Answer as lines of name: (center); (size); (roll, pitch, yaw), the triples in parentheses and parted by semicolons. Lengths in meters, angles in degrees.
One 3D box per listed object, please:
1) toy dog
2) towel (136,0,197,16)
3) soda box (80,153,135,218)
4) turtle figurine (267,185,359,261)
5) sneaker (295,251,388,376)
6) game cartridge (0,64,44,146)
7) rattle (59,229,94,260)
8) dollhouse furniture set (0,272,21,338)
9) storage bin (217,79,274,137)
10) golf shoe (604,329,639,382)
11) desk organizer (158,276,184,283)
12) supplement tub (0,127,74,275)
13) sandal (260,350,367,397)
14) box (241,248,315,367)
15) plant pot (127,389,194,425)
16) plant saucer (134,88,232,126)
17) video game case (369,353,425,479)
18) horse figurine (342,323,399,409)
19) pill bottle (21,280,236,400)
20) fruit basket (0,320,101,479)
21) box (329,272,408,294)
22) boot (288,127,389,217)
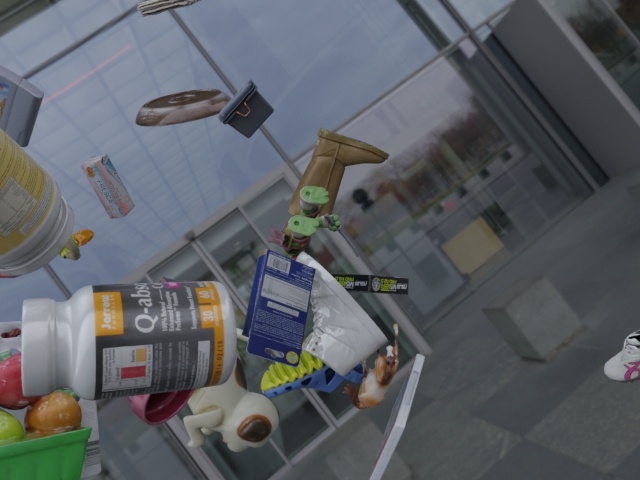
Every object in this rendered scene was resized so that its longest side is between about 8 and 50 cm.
toy dog: (-0.321, 0.547, 2.017); (0.395, 0.408, 0.284); (-42, -8, -6)
towel: (-0.453, -0.770, 1.842); (0.187, 0.049, 0.282); (-7, 29, 15)
soda box: (-0.616, -0.156, 1.678); (0.058, 0.183, 0.063); (-7, 32, 21)
turtle figurine: (0.000, 0.000, 1.475); (0.198, 0.274, 0.266); (-35, -20, -19)
sneaker: (0.002, 0.180, 1.348); (0.169, 0.292, 0.108); (-41, -3, -4)
game cartridge: (-0.903, -0.384, 1.519); (0.198, 0.297, 0.062); (-53, 27, 34)
rattle: (-0.802, -0.043, 1.827); (0.143, 0.130, 0.199); (-38, -44, -27)
dollhouse furniture set: (-0.900, 0.133, 1.577); (0.152, 0.201, 0.374); (-6, 43, 15)
storage bin: (-0.191, -0.341, 1.530); (0.135, 0.091, 0.098); (-46, 30, 9)
golf shoe: (0.588, 0.200, 1.065); (0.186, 0.086, 0.067); (-54, 6, 47)
desk organizer: (-0.380, 0.142, 1.557); (0.130, 0.047, 0.050); (24, -80, -51)
supplement tub: (-0.673, -0.097, 1.132); (0.241, 0.241, 0.331); (-37, -36, -8)
sandal: (-0.001, 0.346, 1.503); (0.317, 0.138, 0.126); (-21, 20, 3)
box: (-0.088, 0.145, 1.222); (0.036, 0.136, 0.225); (-20, 53, 49)
plant pot: (-0.477, 0.385, 1.619); (0.201, 0.180, 0.201); (-43, -33, -37)
plant saucer: (-0.419, -0.415, 1.773); (0.311, 0.050, 0.310); (-7, 26, 3)
video game case: (0.187, 0.429, 1.394); (0.285, 0.025, 0.204); (-48, -22, -61)
horse figurine: (0.132, 0.320, 1.378); (0.174, 0.066, 0.263); (-84, 17, -57)
pill bottle: (-0.274, 0.143, 0.834); (0.279, 0.162, 0.162); (0, -21, -26)
fruit basket: (-0.627, 0.345, 1.202); (0.165, 0.353, 0.327); (-23, -17, 35)
box: (0.129, 0.148, 1.964); (0.270, 0.060, 0.216); (-1, -7, 42)
boot: (0.053, -0.177, 1.730); (0.089, 0.236, 0.269); (-104, 32, -76)
